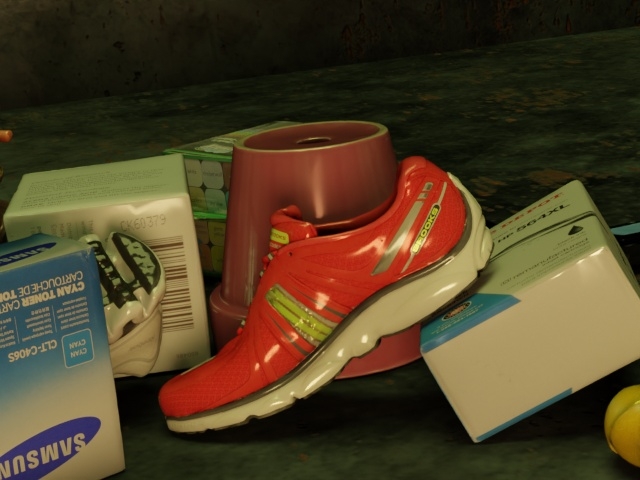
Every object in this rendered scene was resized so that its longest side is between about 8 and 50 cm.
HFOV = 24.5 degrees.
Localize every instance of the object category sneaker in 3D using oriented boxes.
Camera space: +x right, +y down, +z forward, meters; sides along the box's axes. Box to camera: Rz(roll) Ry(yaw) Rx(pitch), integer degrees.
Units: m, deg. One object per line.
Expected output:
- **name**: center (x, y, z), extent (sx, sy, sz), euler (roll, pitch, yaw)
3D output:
- **sneaker**: center (-0.249, 0.097, 1.104), extent (0.292, 0.118, 0.110), euler (-18, 50, -15)
- **sneaker**: center (-0.012, 0.036, 1.072), extent (0.279, 0.118, 0.107), euler (-35, 8, 9)

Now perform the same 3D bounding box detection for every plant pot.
- **plant pot**: center (0.000, 0.000, 1.228), extent (0.201, 0.180, 0.201), euler (-6, 14, 2)

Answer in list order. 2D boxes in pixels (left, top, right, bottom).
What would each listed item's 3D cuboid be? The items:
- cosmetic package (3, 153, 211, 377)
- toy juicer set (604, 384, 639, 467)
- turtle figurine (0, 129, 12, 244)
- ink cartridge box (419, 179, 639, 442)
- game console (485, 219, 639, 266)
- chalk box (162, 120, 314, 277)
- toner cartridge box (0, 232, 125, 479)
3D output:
- **cosmetic package**: center (-0.179, 0.021, 1.273), extent (0.151, 0.151, 0.183), euler (-7, 13, -5)
- **toy juicer set**: center (0.292, 0.100, 0.947), extent (0.209, 0.089, 0.329), euler (-20, 12, 21)
- **turtle figurine**: center (-0.293, -0.017, 1.383), extent (0.217, 0.269, 0.087), euler (10, 28, -18)
- **ink cartridge box**: center (0.154, 0.045, 1.078), extent (0.148, 0.086, 0.203), euler (-31, 11, 11)
- **game console**: center (0.242, 0.003, 1.401), extent (0.361, 0.044, 0.213), euler (-10, 15, -19)
- **chalk box**: center (-0.070, -0.036, 1.503), extent (0.132, 0.132, 0.213), euler (9, 21, 43)
- **toner cartridge box**: center (-0.293, 0.115, 0.916), extent (0.348, 0.165, 0.075), euler (-18, 19, -38)
